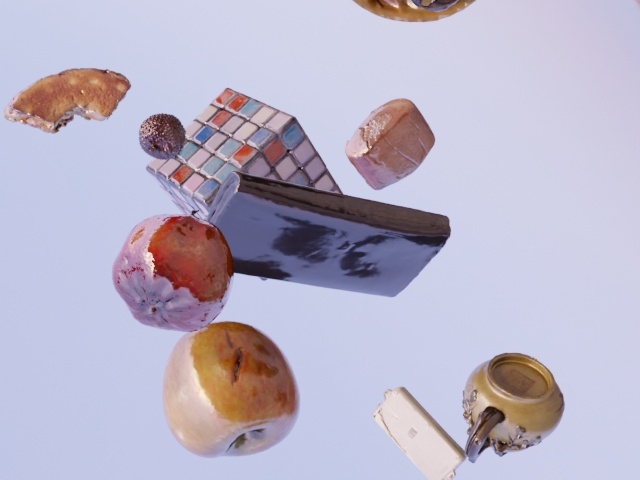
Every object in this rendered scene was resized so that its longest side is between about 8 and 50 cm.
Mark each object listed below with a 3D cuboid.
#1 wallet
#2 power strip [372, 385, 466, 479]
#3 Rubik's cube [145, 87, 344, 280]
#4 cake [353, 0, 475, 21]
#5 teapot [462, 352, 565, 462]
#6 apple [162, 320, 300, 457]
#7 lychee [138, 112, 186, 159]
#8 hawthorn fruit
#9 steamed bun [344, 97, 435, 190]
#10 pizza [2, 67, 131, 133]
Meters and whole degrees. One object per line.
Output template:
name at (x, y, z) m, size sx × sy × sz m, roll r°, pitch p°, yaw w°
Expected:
wallet at (0.000, -0.001, 1.541) m, size 0.406 × 0.228 × 0.062 m, roll 11°, pitch -130°, yaw -25°
power strip at (0.176, 0.351, 1.626) m, size 0.192 × 0.081 × 0.035 m, roll 46°, pitch -159°, yaw 19°
Rubik's cube at (-0.171, -0.133, 2.091) m, size 0.287 × 0.292 × 0.293 m, roll 30°, pitch 164°, yaw 46°
cake at (0.162, -0.503, 1.481) m, size 0.332 × 0.332 × 0.321 m, roll 35°, pitch -155°, yaw -18°
teapot at (0.326, 0.310, 1.594) m, size 0.173 × 0.182 × 0.269 m, roll 28°, pitch -141°, yaw 26°
apple at (-0.173, 0.277, 1.702) m, size 0.264 × 0.264 × 0.264 m, roll 33°, pitch -151°, yaw -21°
lychee at (-0.230, -0.152, 1.319) m, size 0.068 × 0.067 × 0.083 m, roll 34°, pitch -147°, yaw -4°
hawthorn fruit at (-0.186, 0.026, 1.196) m, size 0.157 × 0.157 × 0.194 m, roll 34°, pitch -144°, yaw -20°
steamed bun at (0.141, -0.195, 1.839) m, size 0.145 × 0.175 × 0.106 m, roll 46°, pitch -176°, yaw -42°
pizza at (-0.587, -0.324, 2.123) m, size 0.306 × 0.085 × 0.161 m, roll -17°, pitch -110°, yaw -21°
